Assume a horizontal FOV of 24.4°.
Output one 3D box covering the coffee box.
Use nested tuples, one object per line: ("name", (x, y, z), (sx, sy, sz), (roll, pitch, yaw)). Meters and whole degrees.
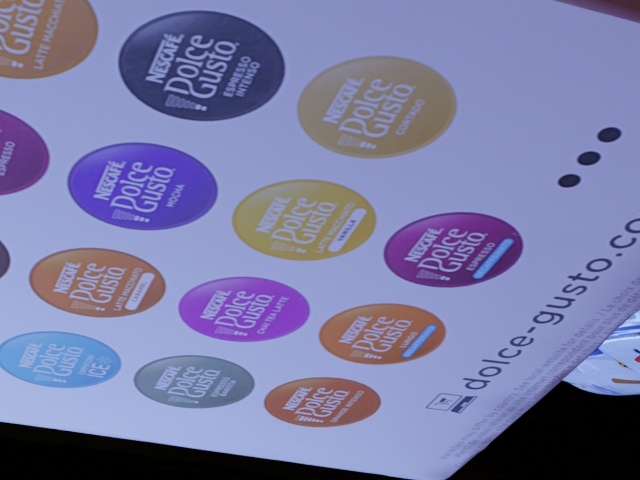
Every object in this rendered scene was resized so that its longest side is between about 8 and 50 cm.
("coffee box", (-0.037, -0.132, 0.629), (0.334, 0.338, 0.337), (11, 144, -18))

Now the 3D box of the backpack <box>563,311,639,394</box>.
("backpack", (0.192, -0.026, 0.912), (0.213, 0.276, 0.263), (25, 149, -27))
